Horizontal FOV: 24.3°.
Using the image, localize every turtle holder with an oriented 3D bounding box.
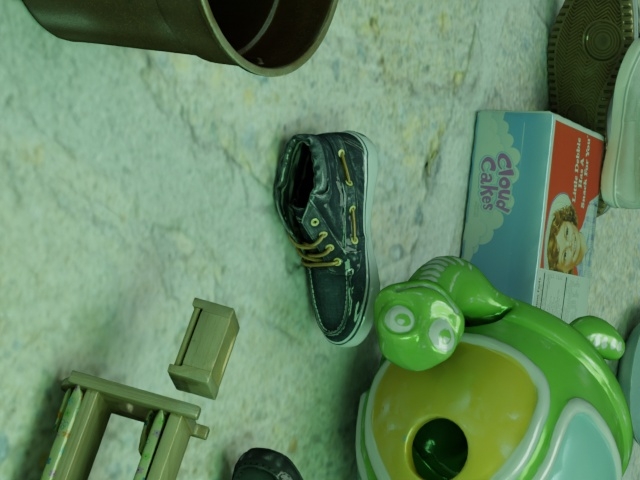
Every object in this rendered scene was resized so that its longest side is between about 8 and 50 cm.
[{"bbox_3d":[0.146,0.169,1.279,0.227,0.243,0.320,-58,165,-45],"label":"turtle holder"}]

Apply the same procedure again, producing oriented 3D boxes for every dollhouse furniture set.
[{"bbox_3d":[-0.128,0.143,1.040,0.161,0.101,0.181,84,23,-67],"label":"dollhouse furniture set"}]

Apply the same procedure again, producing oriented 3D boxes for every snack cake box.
[{"bbox_3d":[0.218,0.006,1.548,0.152,0.089,0.264,11,84,-57],"label":"snack cake box"}]

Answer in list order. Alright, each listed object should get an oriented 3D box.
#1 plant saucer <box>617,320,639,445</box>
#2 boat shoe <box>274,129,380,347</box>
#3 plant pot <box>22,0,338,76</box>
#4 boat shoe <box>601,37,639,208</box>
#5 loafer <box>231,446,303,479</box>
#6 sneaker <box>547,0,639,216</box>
[{"bbox_3d":[0.428,0.179,1.959,0.195,0.037,0.194,-10,102,-57],"label":"plant saucer"},{"bbox_3d":[0.000,0.000,1.229,0.083,0.065,0.183,-3,94,-50],"label":"boat shoe"},{"bbox_3d":[-0.097,-0.187,0.940,0.167,0.165,0.167,-10,102,-58],"label":"plant pot"},{"bbox_3d":[0.346,-0.123,1.586,0.066,0.063,0.184,18,83,-58],"label":"boat shoe"},{"bbox_3d":[-0.045,0.274,1.172,0.078,0.076,0.223,-33,125,-61],"label":"loafer"},{"bbox_3d":[0.335,-0.172,1.699,0.153,0.099,0.282,-19,117,-51],"label":"sneaker"}]
